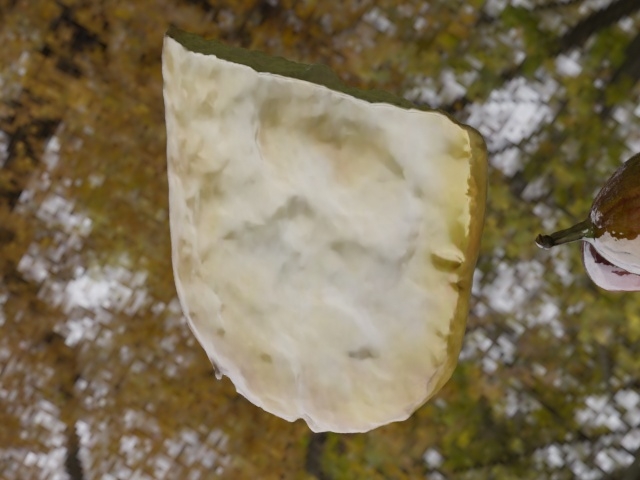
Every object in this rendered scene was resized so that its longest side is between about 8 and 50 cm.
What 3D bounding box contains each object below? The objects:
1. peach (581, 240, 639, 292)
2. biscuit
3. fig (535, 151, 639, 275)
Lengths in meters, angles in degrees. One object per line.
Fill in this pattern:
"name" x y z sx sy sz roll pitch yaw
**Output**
"peach" 0.421 0.005 2.219 0.152 0.152 0.152 26 -154 -14
"biscuit" 0.001 0.000 1.828 0.429 0.446 0.104 11 -161 34
"fig" 0.390 -0.019 1.970 0.149 0.202 0.148 52 -155 -3
